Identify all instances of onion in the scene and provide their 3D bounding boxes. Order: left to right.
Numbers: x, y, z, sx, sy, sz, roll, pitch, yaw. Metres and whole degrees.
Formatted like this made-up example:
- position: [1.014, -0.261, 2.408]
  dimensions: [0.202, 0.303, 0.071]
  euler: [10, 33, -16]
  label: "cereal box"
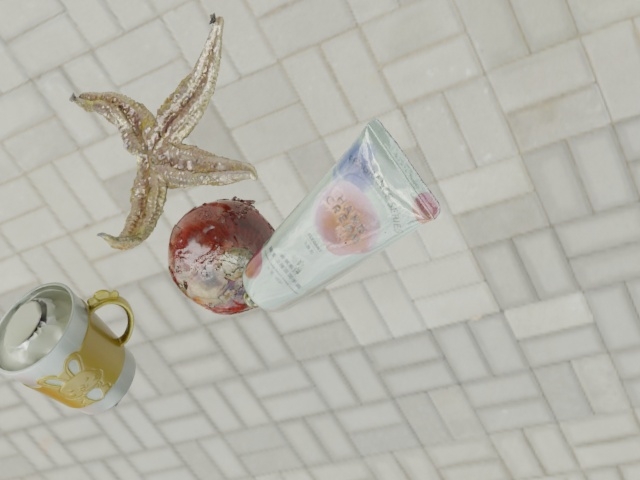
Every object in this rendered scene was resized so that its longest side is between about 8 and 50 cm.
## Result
- position: [-0.136, 0.021, 1.228]
  dimensions: [0.184, 0.184, 0.147]
  euler: [40, 163, -15]
  label: "onion"

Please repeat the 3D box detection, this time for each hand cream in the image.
- position: [0.000, 0.000, 0.959]
  dimensions: [0.124, 0.077, 0.340]
  euler: [56, 136, 8]
  label: "hand cream"

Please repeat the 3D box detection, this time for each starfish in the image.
- position: [-0.273, -0.160, 1.318]
  dimensions: [0.383, 0.398, 0.132]
  euler: [-29, 140, 35]
  label: "starfish"

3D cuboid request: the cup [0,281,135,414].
- position: [-0.439, 0.191, 1.496]
  dimensions: [0.241, 0.185, 0.226]
  euler: [-35, 134, 1]
  label: "cup"
